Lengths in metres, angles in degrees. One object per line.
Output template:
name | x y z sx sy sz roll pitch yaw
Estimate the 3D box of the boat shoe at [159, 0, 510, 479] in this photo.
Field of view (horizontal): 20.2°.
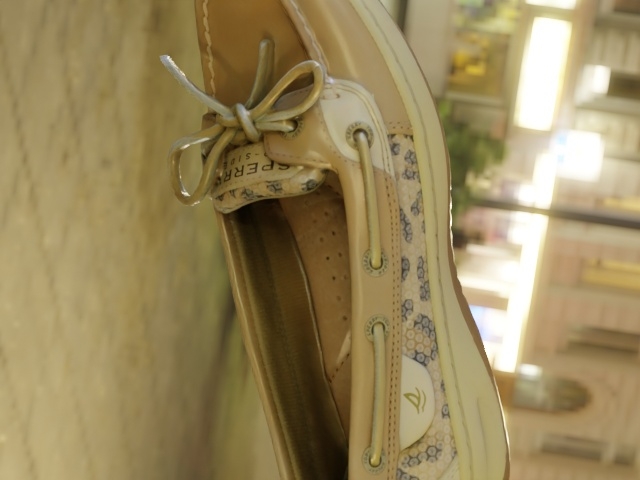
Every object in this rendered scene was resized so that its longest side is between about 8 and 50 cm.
boat shoe | 0.000 0.000 0.775 0.104 0.089 0.285 -22 -93 49
